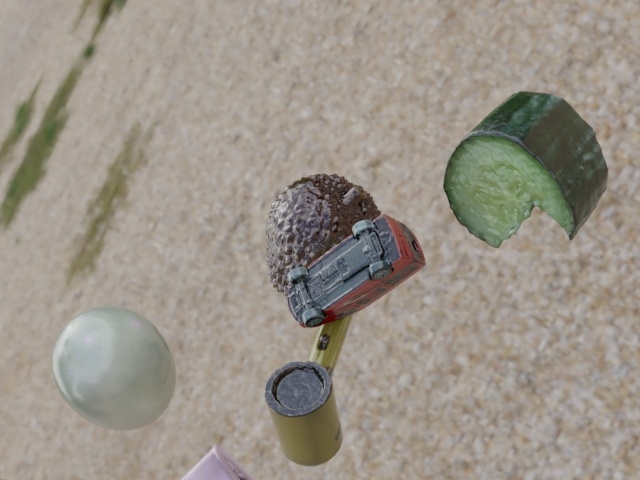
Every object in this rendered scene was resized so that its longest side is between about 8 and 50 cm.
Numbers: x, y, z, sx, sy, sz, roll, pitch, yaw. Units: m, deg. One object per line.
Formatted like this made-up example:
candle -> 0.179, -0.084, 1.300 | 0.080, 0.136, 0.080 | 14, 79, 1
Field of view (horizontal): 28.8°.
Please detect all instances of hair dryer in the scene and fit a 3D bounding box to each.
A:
hair dryer -> 0.008, 0.166, 1.721 | 0.135, 0.090, 0.279 | 76, -153, -46

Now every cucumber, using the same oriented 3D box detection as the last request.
cucumber -> 0.251, -0.087, 1.579 | 0.130, 0.191, 0.191 | -38, -1, -45

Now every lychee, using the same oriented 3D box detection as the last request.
lychee -> 0.000, 0.000, 2.347 | 0.271, 0.235, 0.236 | -60, 22, 27

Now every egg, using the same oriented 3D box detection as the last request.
egg -> -0.265, 0.171, 1.629 | 0.151, 0.209, 0.151 | -8, 59, 14

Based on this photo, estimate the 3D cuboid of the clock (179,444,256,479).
clock -> -0.040, 0.351, 1.373 | 0.080, 0.290, 0.275 | -43, -1, 14

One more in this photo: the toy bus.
toy bus -> 0.044, 0.049, 1.701 | 0.195, 0.089, 0.081 | -36, 57, 24

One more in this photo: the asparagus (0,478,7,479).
asparagus -> -0.374, 0.372, 1.396 | 0.343, 0.082, 0.085 | -119, 40, -53
